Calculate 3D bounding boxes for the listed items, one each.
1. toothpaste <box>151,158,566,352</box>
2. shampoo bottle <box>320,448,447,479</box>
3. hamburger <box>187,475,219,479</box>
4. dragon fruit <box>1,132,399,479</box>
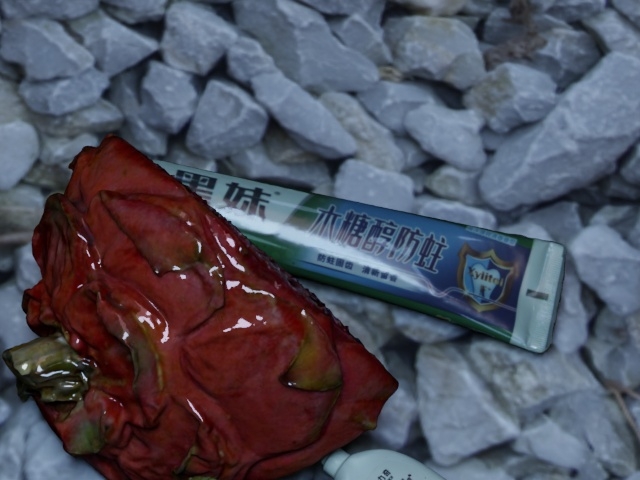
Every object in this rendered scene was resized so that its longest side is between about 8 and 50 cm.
[{"bbox_3d":[0.000,0.000,1.476,0.392,0.061,0.099,13,65,3],"label":"toothpaste"},{"bbox_3d":[0.044,0.186,1.370,0.152,0.045,0.077,35,62,18],"label":"shampoo bottle"},{"bbox_3d":[-0.103,0.248,1.254,0.206,0.183,0.130,-35,108,-30],"label":"hamburger"},{"bbox_3d":[-0.126,0.067,1.337,0.317,0.152,0.205,38,85,19],"label":"dragon fruit"}]
